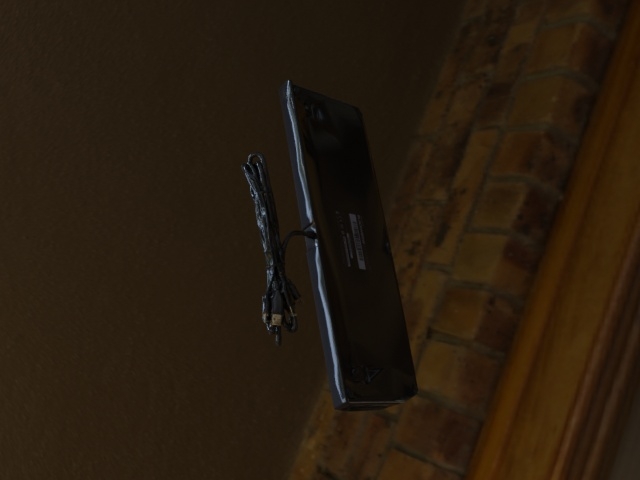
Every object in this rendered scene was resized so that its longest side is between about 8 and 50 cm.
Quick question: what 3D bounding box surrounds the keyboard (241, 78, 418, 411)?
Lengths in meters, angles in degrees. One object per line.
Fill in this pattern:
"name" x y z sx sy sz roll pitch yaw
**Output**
"keyboard" 0.000 0.000 0.877 0.201 0.033 0.317 11 -118 -49
